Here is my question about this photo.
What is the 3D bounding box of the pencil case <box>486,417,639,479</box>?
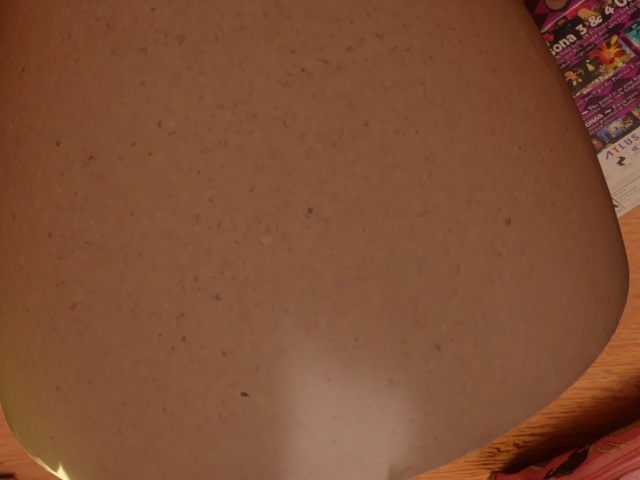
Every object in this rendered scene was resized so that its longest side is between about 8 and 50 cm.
[{"bbox_3d":[0.338,0.207,1.237,0.386,0.167,0.160,-32,-177,21],"label":"pencil case"}]

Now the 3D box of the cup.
[{"bbox_3d":[-0.029,-0.068,0.666,0.331,0.331,0.237,-14,117,-2],"label":"cup"}]

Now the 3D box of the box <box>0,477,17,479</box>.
[{"bbox_3d":[-0.327,0.318,1.160,0.123,0.128,0.257,1,140,-21],"label":"box"}]

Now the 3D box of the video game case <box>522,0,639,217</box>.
[{"bbox_3d":[0.216,-0.117,0.870,0.232,0.041,0.210,-35,139,24],"label":"video game case"}]
